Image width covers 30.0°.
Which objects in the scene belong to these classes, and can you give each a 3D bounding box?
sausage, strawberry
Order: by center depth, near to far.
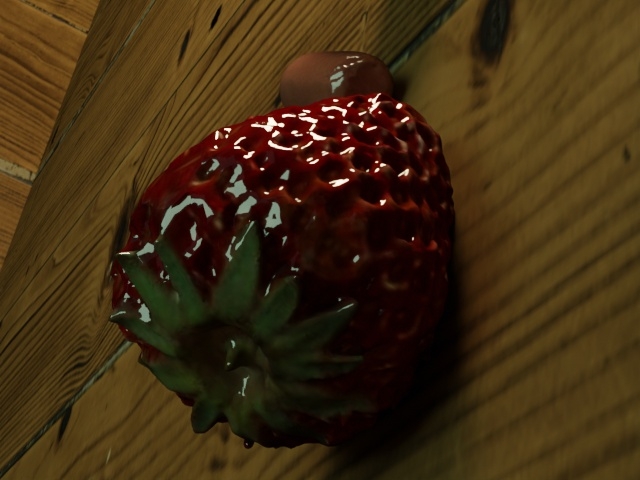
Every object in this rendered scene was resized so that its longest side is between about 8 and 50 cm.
[{"bbox_3d":[0.000,0.000,0.733,0.205,0.205,0.244,-44,6,44],"label":"strawberry"},{"bbox_3d":[0.010,-0.123,0.972,0.062,0.062,0.154,-64,20,0],"label":"sausage"}]
